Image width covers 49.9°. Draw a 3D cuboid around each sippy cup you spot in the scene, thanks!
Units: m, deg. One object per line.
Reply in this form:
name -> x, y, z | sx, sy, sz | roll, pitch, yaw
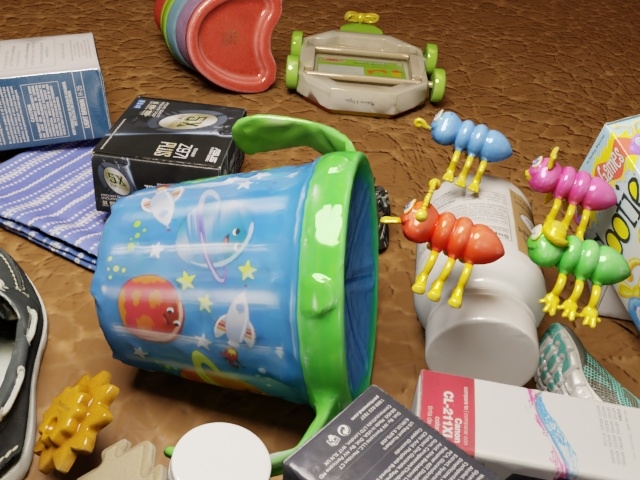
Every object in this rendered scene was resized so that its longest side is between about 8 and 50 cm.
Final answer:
sippy cup -> -0.070, 0.036, 0.625 | 0.224, 0.239, 0.305 | 2, 26, 11

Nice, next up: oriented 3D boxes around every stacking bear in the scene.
stacking bear -> -0.207, -0.383, 1.216 | 0.164, 0.175, 0.289 | -8, 29, -29

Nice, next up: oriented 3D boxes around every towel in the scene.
towel -> -0.258, -0.061, 0.864 | 0.336, 0.040, 0.243 | 21, 38, 19

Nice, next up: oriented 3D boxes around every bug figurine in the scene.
bug figurine -> 0.177, -0.038, 0.646 | 0.216, 0.072, 0.279 | 20, 37, 3

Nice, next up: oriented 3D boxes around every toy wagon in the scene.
toy wagon -> 0.078, -0.326, 1.243 | 0.268, 0.068, 0.344 | 5, 36, -2

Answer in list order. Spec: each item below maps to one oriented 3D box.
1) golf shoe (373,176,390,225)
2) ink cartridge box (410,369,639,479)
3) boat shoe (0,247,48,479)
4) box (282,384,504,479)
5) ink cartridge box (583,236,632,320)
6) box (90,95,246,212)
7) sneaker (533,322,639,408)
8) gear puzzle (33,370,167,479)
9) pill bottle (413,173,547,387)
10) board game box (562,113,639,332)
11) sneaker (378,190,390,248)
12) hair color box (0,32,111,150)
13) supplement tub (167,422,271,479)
golf shoe -> 0.000, 0.000, 0.805 | 0.094, 0.077, 0.198 | -5, 35, 48
ink cartridge box -> 0.151, 0.179, 0.525 | 0.175, 0.127, 0.072 | 9, 38, 5
boat shoe -> -0.305, 0.084, 0.618 | 0.115, 0.091, 0.302 | -12, 40, -23
box -> 0.056, 0.209, 0.448 | 0.158, 0.155, 0.093 | 32, 44, 30
ink cartridge box -> 0.486, 0.042, 0.811 | 0.333, 0.065, 0.165 | 9, 37, 6
box -> -0.178, -0.104, 0.846 | 0.148, 0.077, 0.180 | 7, 33, 1
sneaker -> 0.260, 0.149, 0.652 | 0.076, 0.065, 0.166 | 13, 37, -19
gear puzzle -> -0.178, 0.207, 0.433 | 0.176, 0.044, 0.338 | -32, 34, 18
pill bottle -> 0.163, 0.041, 0.710 | 0.131, 0.131, 0.229 | 9, 37, 4
board game box -> 0.383, 0.015, 0.677 | 0.142, 0.144, 0.275 | -15, 61, -9
sneaker -> 0.064, -0.023, 0.867 | 0.044, 0.040, 0.109 | -6, 31, 12
hair color box -> -0.474, -0.195, 0.934 | 0.348, 0.105, 0.174 | -10, 34, -16
supplement tub -> -0.077, 0.190, 0.490 | 0.071, 0.107, 0.071 | 10, 33, -7
